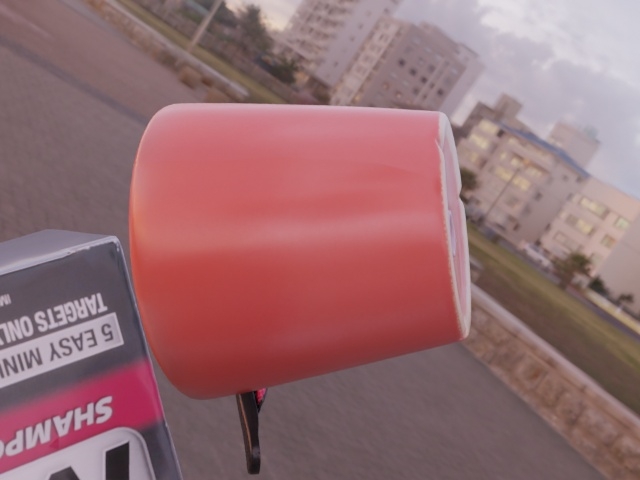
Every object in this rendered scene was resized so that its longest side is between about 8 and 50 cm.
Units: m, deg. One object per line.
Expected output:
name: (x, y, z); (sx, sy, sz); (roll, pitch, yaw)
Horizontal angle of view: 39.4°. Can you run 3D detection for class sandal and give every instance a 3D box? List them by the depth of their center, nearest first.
sandal: (-0.072, 0.164, 0.975); (0.067, 0.040, 0.179); (103, -22, -63)

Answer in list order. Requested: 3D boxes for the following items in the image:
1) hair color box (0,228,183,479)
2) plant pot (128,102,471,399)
hair color box: (-0.136, 0.200, 0.368); (0.185, 0.375, 0.113); (-19, 12, -29)
plant pot: (0.000, 0.000, 0.782); (0.243, 0.275, 0.275); (-5, -2, 13)
